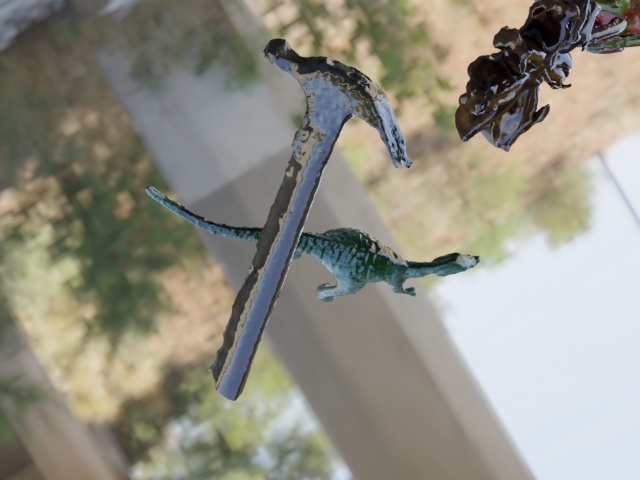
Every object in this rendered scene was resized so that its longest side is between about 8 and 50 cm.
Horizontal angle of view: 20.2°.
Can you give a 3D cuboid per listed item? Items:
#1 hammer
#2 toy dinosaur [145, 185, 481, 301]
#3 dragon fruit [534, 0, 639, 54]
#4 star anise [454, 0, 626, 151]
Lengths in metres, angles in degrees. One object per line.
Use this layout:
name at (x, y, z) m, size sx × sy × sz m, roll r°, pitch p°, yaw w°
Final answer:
hammer at (-0.029, 0.000, 1.276) m, size 0.027 × 0.125 × 0.297 m, roll -44°, pitch 161°, yaw -54°
toy dinosaur at (-0.018, 0.020, 1.977) m, size 0.383 × 0.076 × 0.129 m, roll 6°, pitch 153°, yaw -16°
dragon fruit at (0.306, -0.267, 1.819) m, size 0.172 × 0.166 × 0.160 m, roll 0°, pitch -135°, yaw 1°
star anise at (0.188, -0.150, 1.565) m, size 0.177 × 0.073 × 0.234 m, roll -49°, pitch 160°, yaw 8°
